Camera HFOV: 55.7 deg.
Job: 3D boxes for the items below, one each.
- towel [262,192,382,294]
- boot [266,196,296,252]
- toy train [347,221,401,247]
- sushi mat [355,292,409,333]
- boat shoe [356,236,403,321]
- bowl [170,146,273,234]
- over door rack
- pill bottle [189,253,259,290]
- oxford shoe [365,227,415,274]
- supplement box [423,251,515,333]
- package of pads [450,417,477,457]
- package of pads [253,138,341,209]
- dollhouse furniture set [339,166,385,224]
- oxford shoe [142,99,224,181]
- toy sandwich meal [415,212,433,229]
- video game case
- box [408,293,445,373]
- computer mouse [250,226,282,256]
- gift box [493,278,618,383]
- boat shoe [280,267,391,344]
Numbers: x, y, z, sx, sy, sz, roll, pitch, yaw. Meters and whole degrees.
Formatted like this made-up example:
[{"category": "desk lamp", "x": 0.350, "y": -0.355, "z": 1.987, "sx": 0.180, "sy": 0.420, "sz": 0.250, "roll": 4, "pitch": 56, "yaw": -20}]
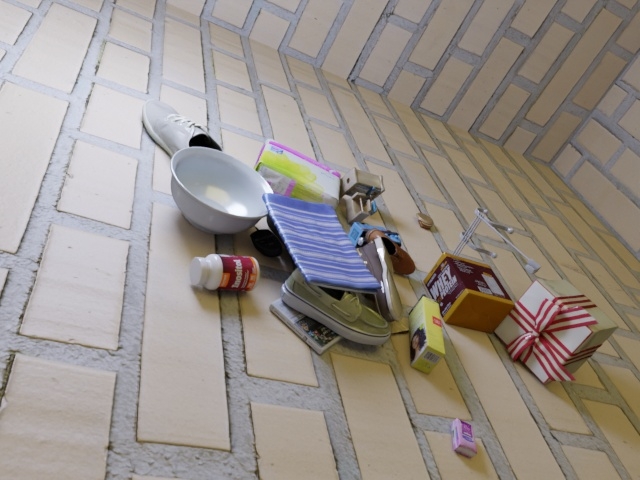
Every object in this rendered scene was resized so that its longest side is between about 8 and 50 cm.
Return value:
[{"category": "towel", "x": 0.000, "y": 0.000, "z": 1.566, "sx": 0.243, "sy": 0.040, "sz": 0.336, "roll": 11, "pitch": 35, "yaw": -38}, {"category": "boot", "x": -0.073, "y": -0.015, "z": 1.734, "sx": 0.115, "sy": 0.112, "sz": 0.305, "roll": 64, "pitch": -1, "yaw": -40}, {"category": "toy train", "x": 0.179, "y": -0.005, "z": 1.957, "sx": 0.184, "sy": 0.080, "sz": 0.105, "roll": 4, "pitch": 32, "yaw": -39}, {"category": "sushi mat", "x": 0.109, "y": 0.150, "z": 1.705, "sx": 0.151, "sy": 0.019, "sz": 0.316, "roll": -2, "pitch": 42, "yaw": -44}, {"category": "boat shoe", "x": 0.156, "y": 0.115, "z": 1.683, "sx": 0.324, "sy": 0.097, "sz": 0.116, "roll": -96, "pitch": 161, "yaw": -53}, {"category": "bowl", "x": -0.281, "y": -0.110, "z": 1.628, "sx": 0.298, "sy": 0.134, "sz": 0.298, "roll": 24, "pitch": 31, "yaw": -15}, {"category": "over door rack", "x": 0.578, "y": 0.078, "z": 2.031, "sx": 0.108, "sy": 0.239, "sz": 0.324, "roll": 2, "pitch": 39, "yaw": -32}, {"category": "pill bottle", "x": -0.228, "y": 0.077, "z": 1.437, "sx": 0.152, "sy": 0.086, "sz": 0.086, "roll": 5, "pitch": 37, "yaw": -37}, {"category": "oxford shoe", "x": 0.226, "y": 0.047, "z": 1.872, "sx": 0.212, "sy": 0.076, "sz": 0.076, "roll": 39, "pitch": -1, "yaw": -27}, {"category": "supplement box", "x": 0.460, "y": 0.163, "z": 1.894, "sx": 0.191, "sy": 0.129, "sz": 0.194, "roll": 15, "pitch": 32, "yaw": -25}, {"category": "package of pads", "x": 0.332, "y": 0.459, "z": 1.406, "sx": 0.050, "sy": 0.032, "sz": 0.083, "roll": 28, "pitch": 28, "yaw": -10}, {"category": "package of pads", "x": -0.076, "y": -0.205, "z": 2.010, "sx": 0.297, "sy": 0.101, "sz": 0.229, "roll": 24, "pitch": 29, "yaw": -10}, {"category": "dollhouse furniture set", "x": 0.140, "y": -0.132, "z": 2.105, "sx": 0.129, "sy": 0.129, "sz": 0.183, "roll": 12, "pitch": 58, "yaw": -32}, {"category": "oxford shoe", "x": -0.412, "y": -0.320, "z": 1.856, "sx": 0.169, "sy": 0.130, "sz": 0.449, "roll": -1, "pitch": 40, "yaw": -41}, {"category": "toy sandwich meal", "x": 0.398, "y": -0.074, "z": 2.322, "sx": 0.086, "sy": 0.029, "sz": 0.085, "roll": 22, "pitch": 25, "yaw": -11}, {"category": "video game case", "x": -0.013, "y": 0.191, "z": 1.523, "sx": 0.173, "sy": 0.022, "sz": 0.190, "roll": 40, "pitch": 29, "yaw": 17}, {"category": "box", "x": 0.285, "y": 0.249, "z": 1.641, "sx": 0.058, "sy": 0.087, "sz": 0.232, "roll": 26, "pitch": 28, "yaw": -8}, {"category": "computer mouse", "x": -0.186, "y": -0.025, "z": 1.699, "sx": 0.071, "sy": 0.041, "sz": 0.242, "roll": -16, "pitch": 45, "yaw": -32}, {"category": "gift box", "x": 0.727, "y": 0.275, "z": 1.838, "sx": 0.258, "sy": 0.255, "sz": 0.276, "roll": 2, "pitch": 33, "yaw": -44}, {"category": "boat shoe", "x": 0.049, "y": 0.164, "z": 1.499, "sx": 0.302, "sy": 0.094, "sz": 0.109, "roll": 25, "pitch": 28, "yaw": -10}]
